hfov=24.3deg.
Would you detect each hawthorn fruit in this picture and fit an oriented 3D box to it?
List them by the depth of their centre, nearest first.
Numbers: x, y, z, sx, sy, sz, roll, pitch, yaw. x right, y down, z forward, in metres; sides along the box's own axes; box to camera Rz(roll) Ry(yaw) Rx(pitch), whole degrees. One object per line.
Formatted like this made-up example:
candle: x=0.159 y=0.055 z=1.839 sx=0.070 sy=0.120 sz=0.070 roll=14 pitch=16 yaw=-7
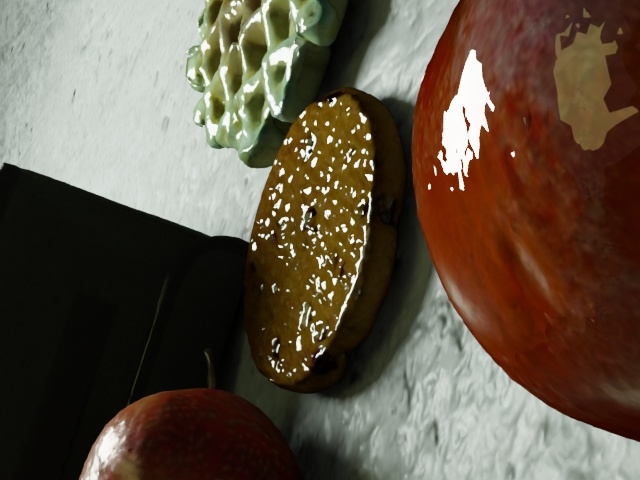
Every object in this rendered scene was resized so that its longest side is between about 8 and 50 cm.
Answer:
hawthorn fruit: x=-0.081 y=0.161 z=0.967 sx=0.203 sy=0.162 sz=0.163 roll=-78 pitch=7 yaw=-75

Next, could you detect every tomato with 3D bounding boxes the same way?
tomato: x=0.140 y=-0.025 z=0.456 sx=0.232 sy=0.232 sz=0.189 roll=-48 pitch=50 yaw=49

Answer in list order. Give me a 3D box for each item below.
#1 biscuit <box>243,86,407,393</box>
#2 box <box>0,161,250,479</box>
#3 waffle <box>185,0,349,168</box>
biscuit: x=0.000 y=0.000 z=0.980 sx=0.212 sy=0.036 sz=0.212 roll=-166 pitch=90 yaw=-68
box: x=-0.231 y=0.141 z=1.166 sx=0.251 sy=0.204 sz=0.345 roll=-12 pitch=59 yaw=66
waffle: x=-0.032 y=-0.211 z=1.136 sx=0.292 sy=0.056 sz=0.309 roll=-134 pitch=59 yaw=-63
